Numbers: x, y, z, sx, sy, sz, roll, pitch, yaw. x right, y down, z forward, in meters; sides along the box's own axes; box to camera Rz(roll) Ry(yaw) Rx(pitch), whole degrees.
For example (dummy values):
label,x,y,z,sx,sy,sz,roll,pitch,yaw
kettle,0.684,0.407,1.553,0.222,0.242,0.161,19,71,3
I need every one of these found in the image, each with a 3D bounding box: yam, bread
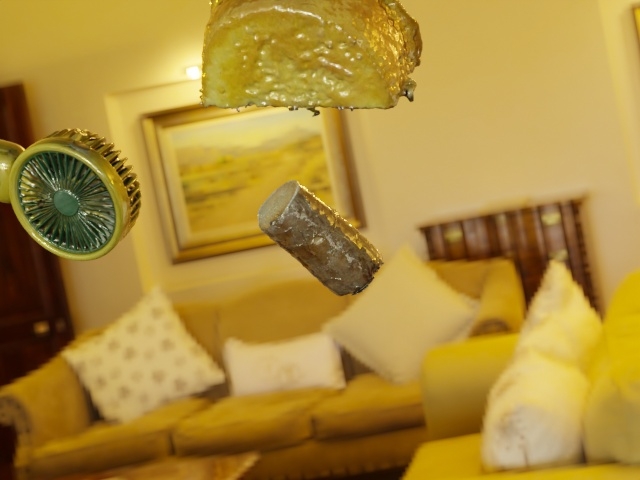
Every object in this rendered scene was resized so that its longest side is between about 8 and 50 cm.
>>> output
label,x,y,z,sx,sy,sz,roll,pitch,yaw
yam,-0.001,0.000,1.533,0.079,0.141,0.079,-41,21,20
bread,-0.019,-0.204,1.310,0.229,0.139,0.143,2,43,15

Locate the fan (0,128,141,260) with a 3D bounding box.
label,x,y,z,sx,sy,sz,roll,pitch,yaw
fan,-0.186,-0.042,0.846,0.155,0.082,0.039,17,34,14
